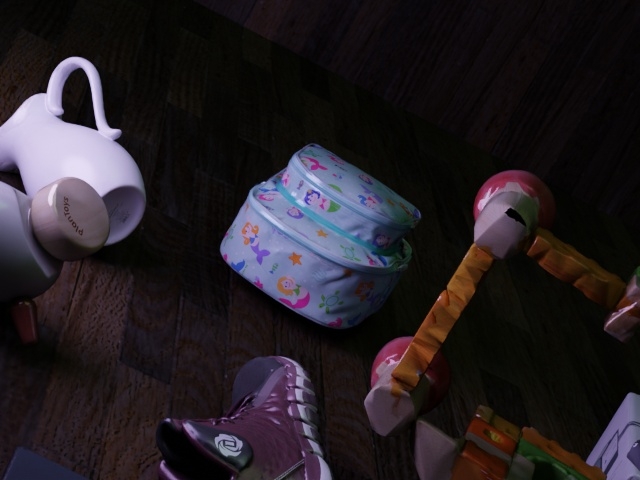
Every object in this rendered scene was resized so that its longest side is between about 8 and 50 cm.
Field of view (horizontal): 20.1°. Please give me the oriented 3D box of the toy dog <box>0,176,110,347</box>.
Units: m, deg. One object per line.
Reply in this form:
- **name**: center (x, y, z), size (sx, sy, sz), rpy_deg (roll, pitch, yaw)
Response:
- **toy dog**: center (-0.361, 0.002, 1.729), size (0.334, 0.220, 0.161), rpy_deg (11, 56, -29)

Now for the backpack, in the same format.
- **backpack**: center (0.000, 0.000, 2.291), size (0.225, 0.191, 0.253), rpy_deg (33, 22, 8)

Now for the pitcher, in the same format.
- **pitcher**: center (-0.283, -0.104, 2.116), size (0.207, 0.177, 0.125), rpy_deg (41, 15, 36)

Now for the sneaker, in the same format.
- **sneaker**: center (-0.087, 0.180, 1.752), size (0.162, 0.106, 0.281), rpy_deg (19, 20, -22)

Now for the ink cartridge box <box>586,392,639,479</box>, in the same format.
- **ink cartridge box**: center (0.430, 0.321, 2.156), size (0.211, 0.121, 0.289), rpy_deg (30, 17, 2)

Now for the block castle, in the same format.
- **block castle**: center (0.293, 0.165, 1.836), size (0.453, 0.303, 0.213), rpy_deg (32, 14, 4)

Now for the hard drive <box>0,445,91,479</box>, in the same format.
- **hard drive**: center (-0.210, 0.229, 1.543), size (0.135, 0.022, 0.094), rpy_deg (28, 17, -7)
